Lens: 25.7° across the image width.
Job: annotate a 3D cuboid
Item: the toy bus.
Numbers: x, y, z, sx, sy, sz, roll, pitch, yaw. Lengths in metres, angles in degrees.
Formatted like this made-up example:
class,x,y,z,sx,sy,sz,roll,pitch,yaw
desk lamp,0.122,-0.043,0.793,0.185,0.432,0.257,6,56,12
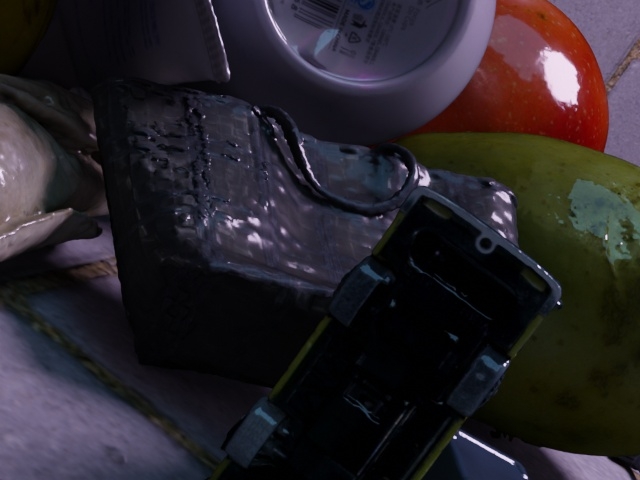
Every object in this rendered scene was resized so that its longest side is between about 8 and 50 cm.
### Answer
class,x,y,z,sx,sy,sz,roll,pitch,yaw
toy bus,0.032,0.063,0.644,0.088,0.175,0.101,37,11,9

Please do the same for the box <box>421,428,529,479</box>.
class,x,y,z,sx,sy,sz,roll,pitch,yaw
box,0.078,0.143,0.731,0.074,0.054,0.099,29,15,-16

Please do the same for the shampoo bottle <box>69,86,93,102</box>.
class,x,y,z,sx,sy,sz,roll,pitch,yaw
shampoo bottle,-0.133,-0.060,0.954,0.099,0.043,0.072,29,15,-23

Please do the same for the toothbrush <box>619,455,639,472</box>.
class,x,y,z,sx,sy,sz,roll,pitch,yaw
toothbrush,0.249,0.203,0.995,0.031,0.023,0.321,24,14,-11

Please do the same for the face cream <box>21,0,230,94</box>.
class,x,y,z,sx,sy,sz,roll,pitch,yaw
face cream,-0.154,-0.197,0.919,0.420,0.137,0.235,-176,-113,-72

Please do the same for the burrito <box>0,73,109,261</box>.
class,x,y,z,sx,sy,sz,roll,pitch,yaw
burrito,-0.179,-0.035,0.688,0.117,0.076,0.392,40,14,7

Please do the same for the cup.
class,x,y,z,sx,sy,sz,roll,pitch,yaw
cup,-0.008,-0.165,1.012,0.212,0.212,0.317,32,-5,-11

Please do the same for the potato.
class,x,y,z,sx,sy,sz,roll,pitch,yaw
potato,0.149,0.030,0.951,0.304,0.216,0.216,28,13,4

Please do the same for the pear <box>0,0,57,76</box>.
class,x,y,z,sx,sy,sz,roll,pitch,yaw
pear,-0.225,-0.154,0.827,0.149,0.162,0.149,43,13,-13

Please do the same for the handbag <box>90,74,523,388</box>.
class,x,y,z,sx,sy,sz,roll,pitch,yaw
handbag,0.000,0.000,0.770,0.270,0.089,0.175,16,45,-20

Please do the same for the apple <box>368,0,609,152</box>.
class,x,y,z,sx,sy,sz,roll,pitch,yaw
apple,0.133,-0.101,1.277,0.260,0.260,0.216,16,36,-53
